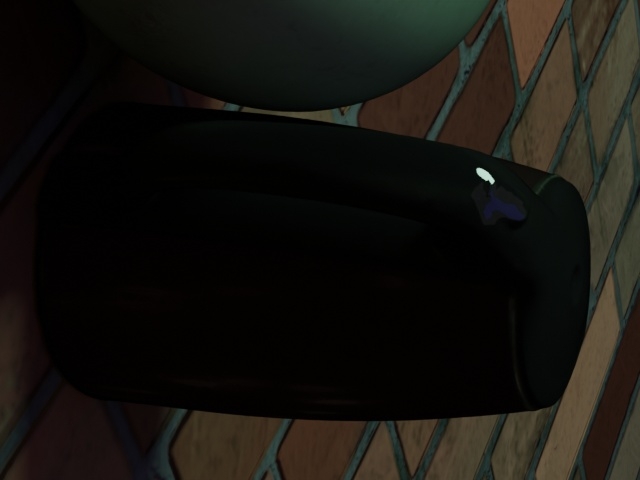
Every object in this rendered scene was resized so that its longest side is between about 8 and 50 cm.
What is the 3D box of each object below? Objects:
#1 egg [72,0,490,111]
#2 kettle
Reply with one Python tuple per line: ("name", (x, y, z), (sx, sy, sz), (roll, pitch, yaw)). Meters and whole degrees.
("egg", (-0.019, -0.147, 0.779), (0.264, 0.183, 0.183), (-9, 103, -59))
("kettle", (0.000, 0.000, 0.786), (0.202, 0.232, 0.144), (58, 42, -53))
